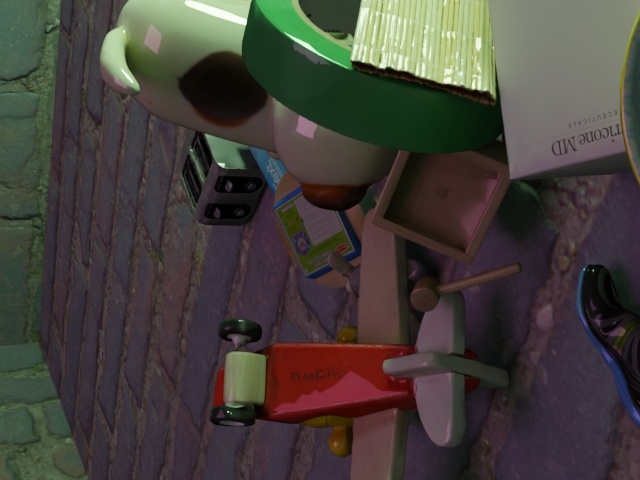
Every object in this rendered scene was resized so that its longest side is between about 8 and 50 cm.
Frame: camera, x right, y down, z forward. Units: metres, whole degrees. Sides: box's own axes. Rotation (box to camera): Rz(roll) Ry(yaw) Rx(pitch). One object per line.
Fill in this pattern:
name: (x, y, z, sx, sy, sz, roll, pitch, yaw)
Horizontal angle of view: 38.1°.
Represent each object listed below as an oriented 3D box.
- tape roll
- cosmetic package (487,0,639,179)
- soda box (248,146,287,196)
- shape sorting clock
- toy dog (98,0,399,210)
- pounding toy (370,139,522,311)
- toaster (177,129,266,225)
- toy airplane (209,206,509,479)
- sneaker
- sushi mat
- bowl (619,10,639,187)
tape roll: (0.073, -0.217, 1.057, 0.321, 0.321, 0.077, 56, 141, 41)
cosmetic package: (0.271, -0.251, 0.870, 0.197, 0.155, 0.366, -15, 80, 60)
soda box: (-0.069, -0.155, 1.588, 0.210, 0.067, 0.071, 60, 143, 36)
shape sorting clock: (0.002, -0.023, 1.463, 0.206, 0.040, 0.206, 22, 121, 42)
toy dog: (-0.053, -0.227, 1.267, 0.407, 0.395, 0.285, 31, 112, 17)
pounding toy: (0.156, -0.021, 1.090, 0.094, 0.181, 0.206, -59, -8, -65)
toaster: (-0.185, -0.143, 1.755, 0.168, 0.110, 0.186, -60, 44, 45)
toy airplane: (0.073, 0.194, 1.243, 0.386, 0.272, 0.384, -49, 54, 5)
sneaker: (0.322, 0.103, 0.940, 0.078, 0.067, 0.188, -41, 54, 31)
sushi mat: (0.122, -0.269, 1.003, 0.019, 0.151, 0.317, 105, 177, -49)
bowl: (0.366, -0.103, 0.686, 0.156, 0.289, 0.290, -9, -85, -76)
